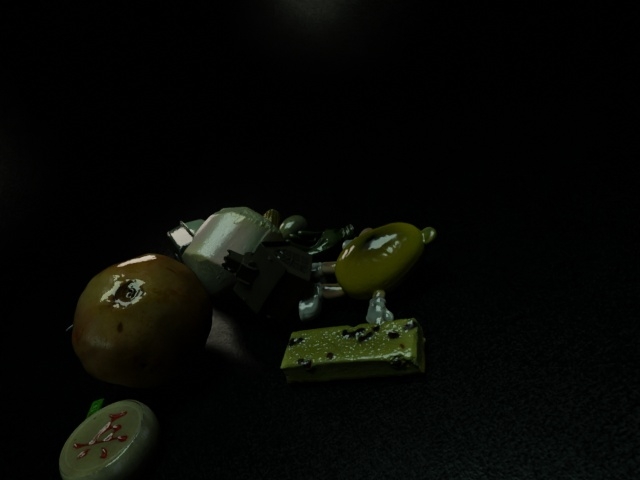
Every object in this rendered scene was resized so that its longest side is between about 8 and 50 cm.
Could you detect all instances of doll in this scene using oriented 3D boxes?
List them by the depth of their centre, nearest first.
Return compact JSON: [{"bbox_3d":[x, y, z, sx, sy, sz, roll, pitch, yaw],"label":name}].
[{"bbox_3d":[0.112,0.102,1.422,0.424,0.161,0.347,2,60,41],"label":"doll"}]

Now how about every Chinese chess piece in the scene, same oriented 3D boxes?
[{"bbox_3d":[-0.535,0.531,1.247,0.250,0.103,0.249,-18,28,10],"label":"Chinese chess piece"}]

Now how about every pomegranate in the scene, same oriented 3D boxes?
[{"bbox_3d":[-0.530,0.250,1.466,0.412,0.411,0.411,-19,28,11],"label":"pomegranate"}]

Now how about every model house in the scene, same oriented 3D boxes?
[{"bbox_3d":[-0.175,0.083,1.477,0.211,0.244,0.204,-57,17,31],"label":"model house"}]

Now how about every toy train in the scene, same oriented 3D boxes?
[{"bbox_3d":[-0.659,0.544,1.385,0.044,0.042,0.209,-23,27,6],"label":"toy train"}]

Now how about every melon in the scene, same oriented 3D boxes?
[{"bbox_3d":[-0.107,-0.043,1.895,0.131,0.098,0.098,-41,31,-18],"label":"melon"}]

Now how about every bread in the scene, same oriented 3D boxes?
[{"bbox_3d":[0.081,0.275,1.213,0.362,0.077,0.138,-12,32,24],"label":"bread"}]

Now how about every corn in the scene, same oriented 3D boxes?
[{"bbox_3d":[-0.208,-0.040,1.983,0.097,0.096,0.319,-20,26,10],"label":"corn"}]

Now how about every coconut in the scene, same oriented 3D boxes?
[{"bbox_3d":[-0.304,0.057,1.649,0.298,0.297,0.309,9,62,47],"label":"coconut"}]

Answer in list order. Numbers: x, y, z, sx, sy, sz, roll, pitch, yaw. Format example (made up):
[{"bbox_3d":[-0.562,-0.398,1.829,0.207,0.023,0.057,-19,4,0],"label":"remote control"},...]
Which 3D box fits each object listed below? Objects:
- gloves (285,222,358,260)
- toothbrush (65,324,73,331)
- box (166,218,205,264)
[{"bbox_3d":[0.005,0.010,1.707,0.269,0.107,0.135,-11,34,-10],"label":"gloves"},{"bbox_3d":[-0.992,0.325,2.063,0.193,0.013,0.019,-38,24,-23],"label":"toothbrush"},{"bbox_3d":[-0.490,0.044,1.931,0.166,0.220,0.291,-21,25,-22],"label":"box"}]
